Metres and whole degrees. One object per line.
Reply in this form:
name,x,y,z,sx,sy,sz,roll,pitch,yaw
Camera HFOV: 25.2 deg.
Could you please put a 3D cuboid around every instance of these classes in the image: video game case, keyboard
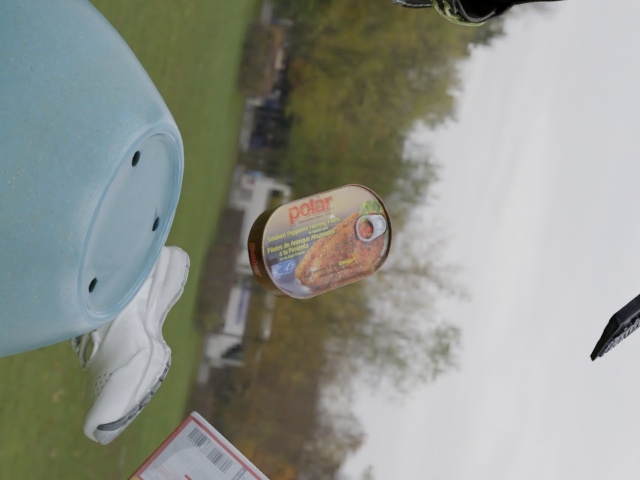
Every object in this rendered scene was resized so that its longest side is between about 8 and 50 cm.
video game case,-0.147,0.341,1.548,0.285,0.204,0.025,-45,178,-44
keyboard,0.360,0.061,1.479,0.192,0.038,0.100,-33,153,-33

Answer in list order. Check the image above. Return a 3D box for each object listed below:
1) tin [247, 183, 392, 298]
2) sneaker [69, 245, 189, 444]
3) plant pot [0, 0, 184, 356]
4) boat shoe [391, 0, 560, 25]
tin,0.000,0.000,1.569,0.040,0.190,0.106,-2,-78,49
sneaker,-0.230,0.097,1.549,0.111,0.129,0.297,-48,-156,31
plant pot,-0.201,-0.043,0.891,0.290,0.195,0.290,20,90,-77
boat shoe,0.119,-0.201,1.088,0.228,0.081,0.068,-4,-103,57
